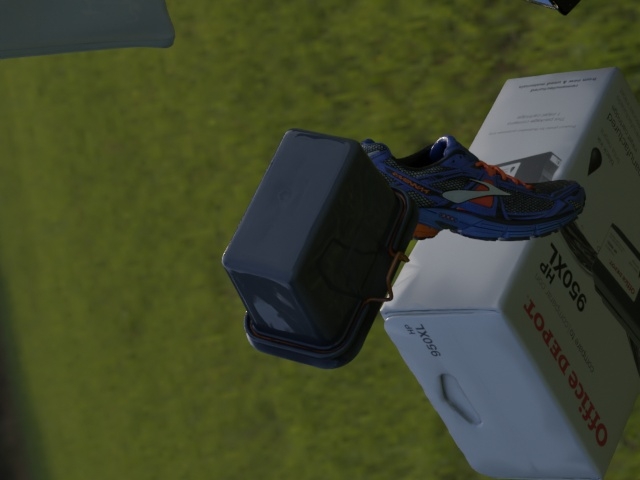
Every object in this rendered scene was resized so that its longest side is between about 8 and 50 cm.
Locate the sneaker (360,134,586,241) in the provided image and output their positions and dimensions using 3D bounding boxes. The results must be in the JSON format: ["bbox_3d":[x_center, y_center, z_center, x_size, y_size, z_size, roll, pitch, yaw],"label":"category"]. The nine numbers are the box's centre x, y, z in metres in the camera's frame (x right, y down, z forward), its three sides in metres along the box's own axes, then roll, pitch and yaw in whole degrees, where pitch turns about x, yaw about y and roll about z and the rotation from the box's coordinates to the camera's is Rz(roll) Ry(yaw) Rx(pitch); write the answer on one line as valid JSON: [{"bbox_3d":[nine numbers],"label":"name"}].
[{"bbox_3d":[0.123,-0.045,1.464,0.083,0.221,0.087,-158,70,-70],"label":"sneaker"}]

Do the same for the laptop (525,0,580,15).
[{"bbox_3d":[0.317,-0.473,1.976,0.408,0.382,0.236,39,-174,-47],"label":"laptop"}]

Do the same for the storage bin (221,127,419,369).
[{"bbox_3d":[0.000,0.000,1.101,0.135,0.098,0.091,-65,-30,-22],"label":"storage bin"}]

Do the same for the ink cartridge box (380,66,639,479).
[{"bbox_3d":[0.265,0.039,1.991,0.166,0.395,0.285,-4,132,39],"label":"ink cartridge box"}]

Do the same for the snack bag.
[{"bbox_3d":[-0.312,-0.320,1.683,0.037,0.323,0.342,-33,74,48],"label":"snack bag"}]
